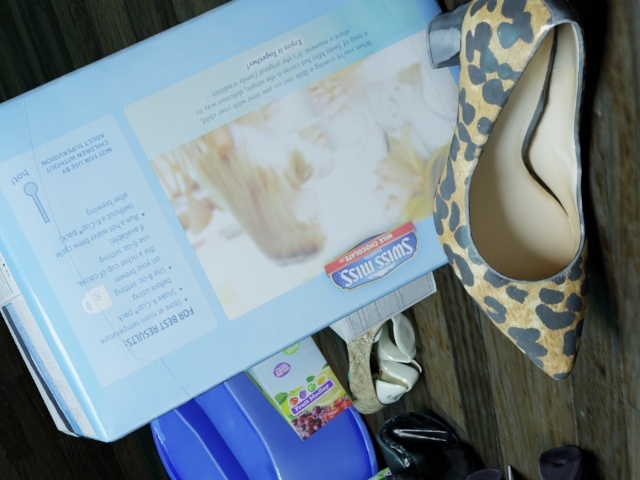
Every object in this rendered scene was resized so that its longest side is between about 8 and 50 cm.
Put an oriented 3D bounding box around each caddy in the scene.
[{"bbox_3d":[-0.059,0.241,1.727,0.341,0.179,0.241,52,136,31],"label":"caddy"}]

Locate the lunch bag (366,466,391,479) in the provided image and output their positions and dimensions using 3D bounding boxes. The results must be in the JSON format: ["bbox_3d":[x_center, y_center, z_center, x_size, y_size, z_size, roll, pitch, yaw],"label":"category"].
[{"bbox_3d":[0.075,0.341,1.553,0.151,0.129,0.096,56,162,13],"label":"lunch bag"}]

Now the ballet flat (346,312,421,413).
[{"bbox_3d":[0.061,0.112,1.356,0.067,0.073,0.206,24,149,28],"label":"ballet flat"}]

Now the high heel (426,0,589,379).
[{"bbox_3d":[0.133,-0.029,0.858,0.186,0.093,0.261,-174,66,-77],"label":"high heel"}]

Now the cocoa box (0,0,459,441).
[{"bbox_3d":[-0.069,-0.034,1.016,0.231,0.347,0.228,64,163,-3],"label":"cocoa box"}]

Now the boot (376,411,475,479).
[{"bbox_3d":[0.137,0.305,1.374,0.246,0.094,0.207,55,167,42],"label":"boot"}]

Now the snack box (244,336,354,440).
[{"bbox_3d":[-0.071,0.071,1.371,0.174,0.070,0.207,42,164,54],"label":"snack box"}]

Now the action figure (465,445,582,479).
[{"bbox_3d":[0.191,0.314,1.128,0.099,0.185,0.285,-73,-35,-70],"label":"action figure"}]

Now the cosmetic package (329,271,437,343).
[{"bbox_3d":[0.000,0.000,1.298,0.239,0.099,0.060,41,153,52],"label":"cosmetic package"}]

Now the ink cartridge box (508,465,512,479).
[{"bbox_3d":[0.147,0.304,1.260,0.104,0.061,0.181,-70,-24,-74],"label":"ink cartridge box"}]
